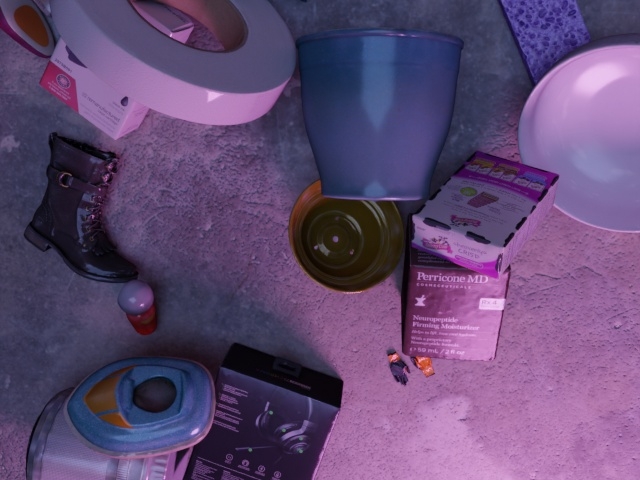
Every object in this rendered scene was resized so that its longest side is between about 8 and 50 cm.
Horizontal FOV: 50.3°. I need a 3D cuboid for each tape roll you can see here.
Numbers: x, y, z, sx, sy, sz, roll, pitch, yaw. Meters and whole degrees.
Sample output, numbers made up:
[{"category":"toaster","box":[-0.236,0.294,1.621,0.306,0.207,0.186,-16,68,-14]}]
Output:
[{"category":"tape roll","box":[-0.221,-0.345,1.080,0.392,0.392,0.072,36,129,-4]}]

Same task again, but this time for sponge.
[{"category":"sponge","box":[0.401,-0.366,1.196,0.117,0.031,0.210,-24,100,9]}]

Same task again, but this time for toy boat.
[{"category":"toy boat","box":[-0.332,0.233,1.247,0.267,0.318,0.148,-6,146,-7]}]

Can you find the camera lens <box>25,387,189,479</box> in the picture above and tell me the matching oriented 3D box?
[{"category":"camera lens","box":[-0.413,0.415,1.339,0.274,0.219,0.220,8,103,3]}]

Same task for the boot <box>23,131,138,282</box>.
[{"category":"boot","box":[-0.435,-0.061,1.303,0.262,0.091,0.229,27,104,1]}]

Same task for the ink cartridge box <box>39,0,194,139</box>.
[{"category":"ink cartridge box","box":[-0.360,-0.330,1.206,0.172,0.100,0.237,36,117,-4]}]

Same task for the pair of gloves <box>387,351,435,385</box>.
[{"category":"pair of gloves","box":[0.180,0.249,1.361,0.083,0.010,0.074,-22,100,10]}]

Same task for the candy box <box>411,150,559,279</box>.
[{"category":"candy box","box":[0.278,-0.050,1.143,0.159,0.233,0.071,23,135,30]}]

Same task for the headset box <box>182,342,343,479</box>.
[{"category":"headset box","box":[-0.108,0.368,1.349,0.246,0.131,0.283,18,103,1]}]

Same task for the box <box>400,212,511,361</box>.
[{"category":"box","box":[0.231,0.081,1.211,0.168,0.167,0.203,3,124,5]}]

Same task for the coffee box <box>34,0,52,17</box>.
[{"category":"coffee box","box":[-0.421,-0.525,1.195,0.246,0.098,0.141,-40,97,12]}]

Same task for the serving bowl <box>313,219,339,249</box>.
[{"category":"serving bowl","box":[0.000,0.000,1.312,0.083,0.027,0.084,1,102,5]}]

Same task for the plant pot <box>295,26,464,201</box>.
[{"category":"plant pot","box":[0.091,-0.196,1.125,0.271,0.271,0.256,2,97,4]}]

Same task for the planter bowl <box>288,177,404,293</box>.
[{"category":"planter bowl","box":[0.038,-0.008,1.252,0.217,0.090,0.217,2,81,-15]}]

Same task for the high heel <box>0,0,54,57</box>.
[{"category":"high heel","box":[-0.602,-0.420,1.260,0.117,0.082,0.244,-26,117,41]}]

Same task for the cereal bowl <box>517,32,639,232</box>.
[{"category":"cereal bowl","box":[0.514,-0.189,1.138,0.338,0.141,0.339,18,132,21]}]
